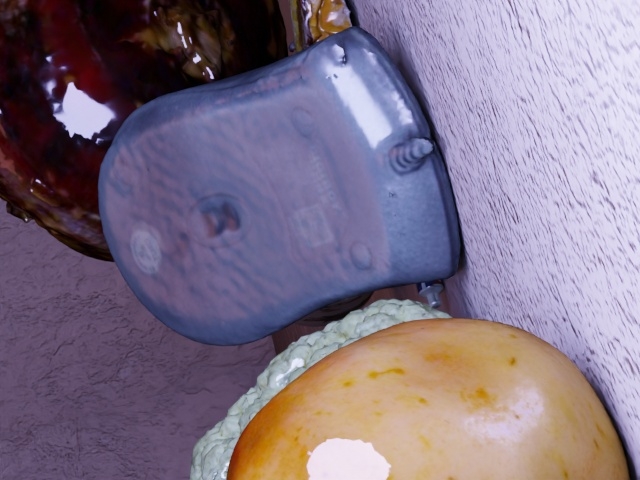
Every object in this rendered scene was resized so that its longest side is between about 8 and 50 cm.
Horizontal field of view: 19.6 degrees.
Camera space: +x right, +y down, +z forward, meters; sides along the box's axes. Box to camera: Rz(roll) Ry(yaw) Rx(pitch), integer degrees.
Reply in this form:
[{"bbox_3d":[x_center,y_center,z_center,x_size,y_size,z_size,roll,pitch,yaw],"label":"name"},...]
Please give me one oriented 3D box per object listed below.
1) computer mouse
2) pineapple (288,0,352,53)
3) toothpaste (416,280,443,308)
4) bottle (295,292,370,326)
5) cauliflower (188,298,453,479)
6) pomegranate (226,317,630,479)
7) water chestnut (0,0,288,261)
[{"bbox_3d":[-0.020,-0.039,1.302,0.371,0.122,0.188,-16,100,53],"label":"computer mouse"},{"bbox_3d":[0.000,-0.165,1.465,0.221,0.047,0.221,169,90,-86],"label":"pineapple"},{"bbox_3d":[0.073,0.010,1.336,0.027,0.019,0.083,46,-152,-63],"label":"toothpaste"},{"bbox_3d":[0.000,0.000,1.527,0.253,0.120,0.120,99,155,-80],"label":"bottle"},{"bbox_3d":[0.039,0.188,1.220,0.250,0.272,0.275,40,179,19],"label":"cauliflower"},{"bbox_3d":[0.050,0.138,0.899,0.209,0.209,0.209,164,90,-85],"label":"pomegranate"},{"bbox_3d":[-0.195,-0.121,1.570,0.302,0.350,0.350,-41,56,40],"label":"water chestnut"}]
